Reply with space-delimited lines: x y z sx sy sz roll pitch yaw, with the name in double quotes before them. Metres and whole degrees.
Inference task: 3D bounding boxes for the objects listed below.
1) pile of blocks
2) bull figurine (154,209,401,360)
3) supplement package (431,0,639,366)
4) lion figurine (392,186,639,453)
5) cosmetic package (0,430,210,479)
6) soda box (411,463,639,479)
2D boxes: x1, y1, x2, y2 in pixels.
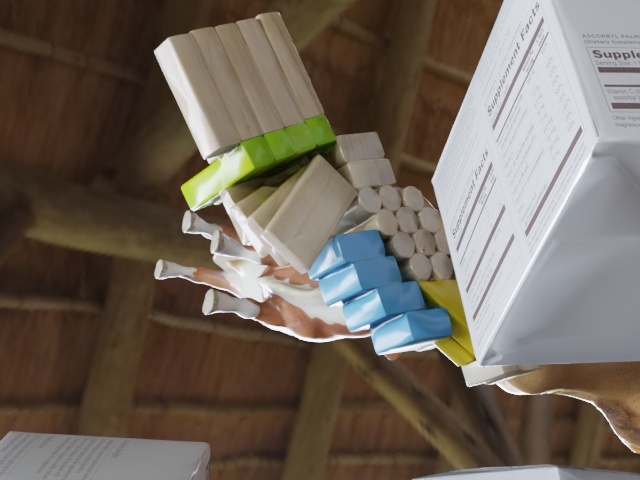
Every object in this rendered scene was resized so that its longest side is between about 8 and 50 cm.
"pile of blocks" 0.000 0.000 0.865 0.112 0.362 0.149 -30 18 48
"bull figurine" -0.036 0.039 1.152 0.188 0.101 0.310 15 -2 -24
"supplement package" 0.223 -0.042 0.676 0.261 0.145 0.204 0 -37 -13
"lion figurine" 0.230 0.087 1.038 0.392 0.240 0.142 11 -28 -26
"cosmetic package" -0.192 0.254 0.982 0.183 0.152 0.151 3 7 2
"soda box" 0.107 0.246 0.514 0.098 0.286 0.091 14 -22 -39
